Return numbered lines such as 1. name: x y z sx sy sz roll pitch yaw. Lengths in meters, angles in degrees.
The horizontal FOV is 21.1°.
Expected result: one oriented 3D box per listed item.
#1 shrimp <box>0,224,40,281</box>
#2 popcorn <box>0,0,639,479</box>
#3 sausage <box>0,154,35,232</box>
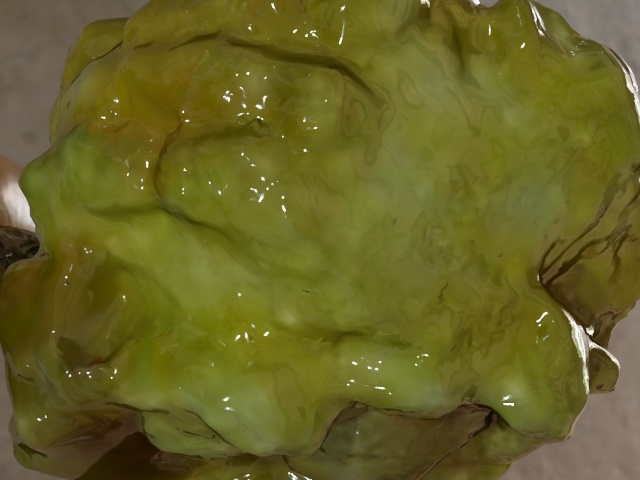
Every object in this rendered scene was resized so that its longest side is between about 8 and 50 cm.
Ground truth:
1. shrimp: -0.045 0.012 0.688 0.217 0.051 0.115 13 116 -43
2. popcorn: 0.002 0.005 0.484 0.197 0.197 0.156 43 39 -30
3. sausage: -0.251 0.005 1.434 0.116 0.134 0.354 -52 163 0
